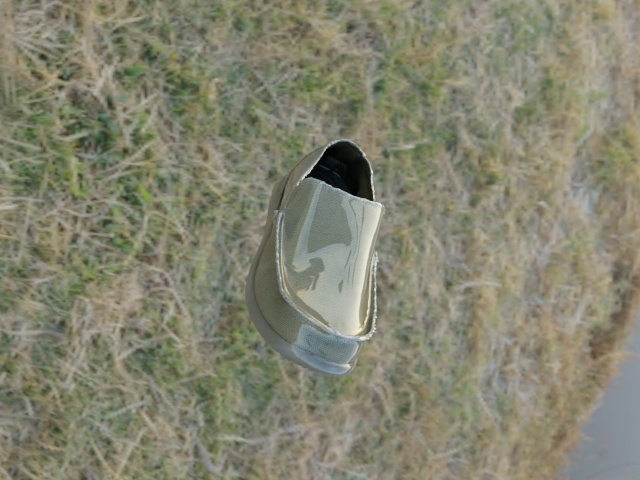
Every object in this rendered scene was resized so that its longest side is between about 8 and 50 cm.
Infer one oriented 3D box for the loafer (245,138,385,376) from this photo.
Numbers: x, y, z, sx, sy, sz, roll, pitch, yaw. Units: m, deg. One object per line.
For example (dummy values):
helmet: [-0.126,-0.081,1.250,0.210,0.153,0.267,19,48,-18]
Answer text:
loafer: [0.000,0.000,0.447,0.056,0.148,0.050,19,124,-18]
